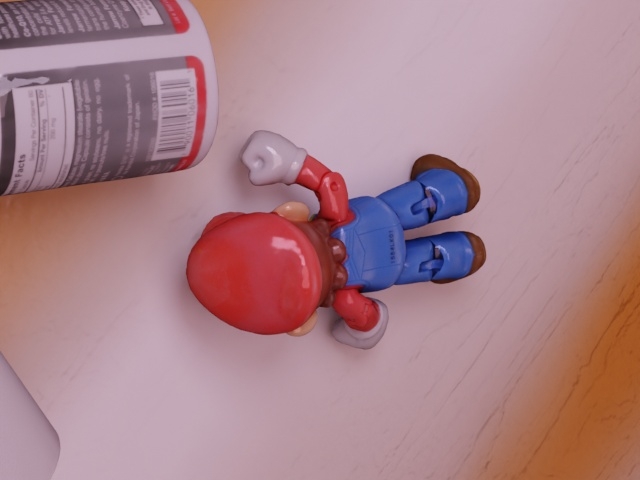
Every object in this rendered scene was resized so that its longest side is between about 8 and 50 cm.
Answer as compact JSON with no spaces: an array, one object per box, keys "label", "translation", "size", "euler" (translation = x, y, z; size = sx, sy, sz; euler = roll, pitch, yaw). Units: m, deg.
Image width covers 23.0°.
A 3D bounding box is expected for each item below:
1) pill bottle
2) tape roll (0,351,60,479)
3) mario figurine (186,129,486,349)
[{"label":"pill bottle","translation":[-0.243,-0.121,1.317],"size":[0.283,0.161,0.161],"euler":[-9,101,-28]},{"label":"tape roll","translation":[-0.352,0.162,1.247],"size":[0.246,0.246,0.169],"euler":[-39,113,-19]},{"label":"mario figurine","translation":[0.000,0.000,1.519],"size":[0.320,0.170,0.198],"euler":[-12,66,-38]}]
